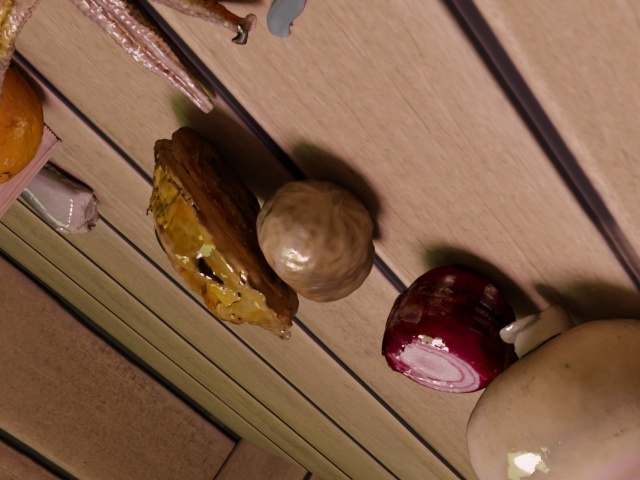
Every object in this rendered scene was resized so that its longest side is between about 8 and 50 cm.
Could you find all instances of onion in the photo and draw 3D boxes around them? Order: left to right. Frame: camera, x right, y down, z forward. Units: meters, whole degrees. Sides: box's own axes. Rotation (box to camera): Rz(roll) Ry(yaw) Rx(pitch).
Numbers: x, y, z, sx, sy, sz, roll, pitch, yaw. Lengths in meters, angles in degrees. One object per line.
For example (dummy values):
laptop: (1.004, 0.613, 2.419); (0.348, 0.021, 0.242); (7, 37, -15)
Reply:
onion: (0.174, 0.104, 1.195); (0.198, 0.135, 0.173); (19, 161, -3)

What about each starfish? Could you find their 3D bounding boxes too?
starfish: (-0.259, -0.244, 1.004); (0.384, 0.132, 0.398); (28, 150, -8)

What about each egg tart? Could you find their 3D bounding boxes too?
egg tart: (-0.129, 0.006, 1.270); (0.297, 0.132, 0.297); (55, -175, -7)

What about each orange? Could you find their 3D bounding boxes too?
orange: (-0.511, -0.181, 1.520); (0.219, 0.193, 0.219); (46, 167, 13)

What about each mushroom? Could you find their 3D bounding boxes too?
mushroom: (-0.516, -0.111, 1.893); (0.278, 0.099, 0.096); (42, 156, -17)
mushroom: (0.263, 0.164, 1.070); (0.246, 0.246, 0.202); (67, -179, -61)

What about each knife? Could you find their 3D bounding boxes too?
knife: (-0.011, -0.207, 0.838); (0.028, 0.015, 0.210); (42, 161, -6)

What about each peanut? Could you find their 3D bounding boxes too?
peanut: (0.000, 0.000, 1.199); (0.129, 0.129, 0.224); (29, 172, 13)

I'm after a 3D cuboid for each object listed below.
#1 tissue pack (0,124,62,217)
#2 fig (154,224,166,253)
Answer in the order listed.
tissue pack: (-0.587, -0.077, 1.711); (0.170, 0.325, 0.071); (23, 160, 33)
fig: (-0.158, -0.003, 1.535); (0.177, 0.117, 0.117); (31, 166, -29)
